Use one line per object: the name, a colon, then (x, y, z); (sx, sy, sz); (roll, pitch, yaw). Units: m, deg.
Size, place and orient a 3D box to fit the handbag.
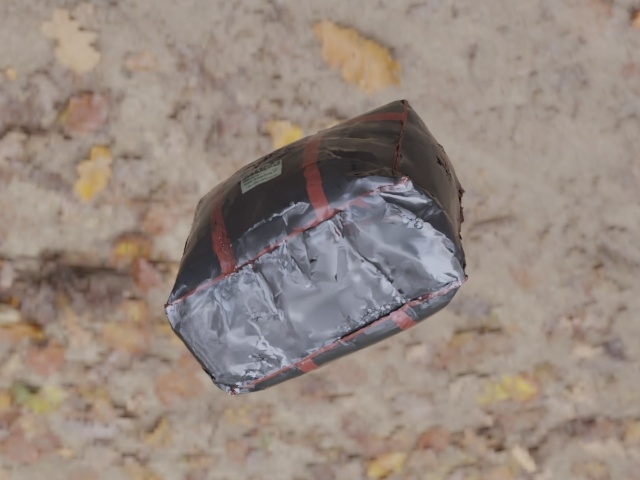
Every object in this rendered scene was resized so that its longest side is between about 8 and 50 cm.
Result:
handbag: (0.000, 0.000, 1.125); (0.215, 0.169, 0.155); (-27, 109, 15)
